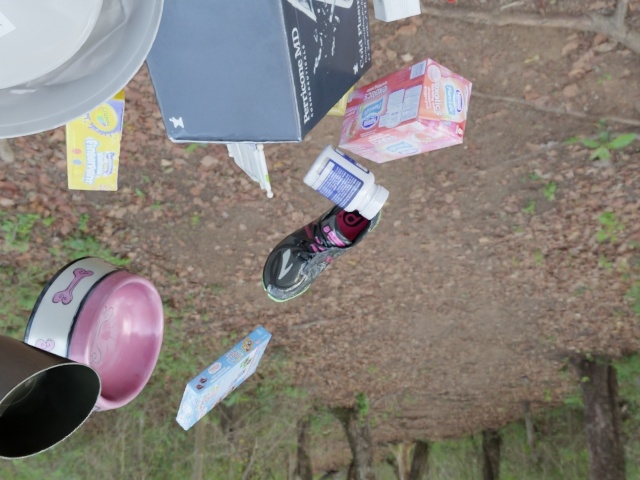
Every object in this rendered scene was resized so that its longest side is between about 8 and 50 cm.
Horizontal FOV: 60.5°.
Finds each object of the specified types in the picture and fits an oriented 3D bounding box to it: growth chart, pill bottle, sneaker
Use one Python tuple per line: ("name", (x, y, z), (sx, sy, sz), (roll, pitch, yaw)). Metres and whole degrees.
("growth chart", (-0.191, -0.228, 1.347), (0.021, 0.237, 0.171), (-27, 138, -22))
("pill bottle", (0.064, -0.135, 1.310), (0.187, 0.112, 0.112), (34, 146, -6))
("sneaker", (0.000, 0.000, 1.766), (0.185, 0.483, 0.202), (46, 169, 4))

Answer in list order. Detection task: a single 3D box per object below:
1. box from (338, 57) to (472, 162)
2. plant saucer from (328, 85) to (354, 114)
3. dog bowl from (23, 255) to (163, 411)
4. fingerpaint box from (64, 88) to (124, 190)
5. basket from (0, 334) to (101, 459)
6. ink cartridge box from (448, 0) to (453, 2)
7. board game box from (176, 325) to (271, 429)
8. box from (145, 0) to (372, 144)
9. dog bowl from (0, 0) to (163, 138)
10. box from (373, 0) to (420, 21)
("box", (0.191, -0.293, 1.300), (0.142, 0.153, 0.300), (17, 169, -30))
("plant saucer", (-0.042, -0.509, 1.602), (0.333, 0.081, 0.332), (-1, 127, -13))
("dog bowl", (-0.556, 0.250, 1.420), (0.151, 0.407, 0.408), (6, 155, 15))
("fingerpaint box", (-0.725, -0.435, 1.751), (0.163, 0.370, 0.444), (0, 151, -23))
("basket", (-0.561, 0.270, 1.015), (0.227, 0.154, 0.204), (14, -151, 35))
("ink cartridge box", (0.284, -0.583, 1.154), (0.231, 0.077, 0.134), (12, 177, -34))
("board game box", (-0.204, 0.290, 1.166), (0.039, 0.211, 0.160), (39, 134, 14))
("box", (-0.113, -0.495, 1.045), (0.298, 0.471, 0.479), (5, 124, 22))
("dog bowl", (-0.311, -0.243, 0.445), (0.349, 0.102, 0.348), (-15, 148, -10))
("box", (0.238, -0.828, 1.801), (0.119, 0.182, 0.180), (-14, 116, -1))
